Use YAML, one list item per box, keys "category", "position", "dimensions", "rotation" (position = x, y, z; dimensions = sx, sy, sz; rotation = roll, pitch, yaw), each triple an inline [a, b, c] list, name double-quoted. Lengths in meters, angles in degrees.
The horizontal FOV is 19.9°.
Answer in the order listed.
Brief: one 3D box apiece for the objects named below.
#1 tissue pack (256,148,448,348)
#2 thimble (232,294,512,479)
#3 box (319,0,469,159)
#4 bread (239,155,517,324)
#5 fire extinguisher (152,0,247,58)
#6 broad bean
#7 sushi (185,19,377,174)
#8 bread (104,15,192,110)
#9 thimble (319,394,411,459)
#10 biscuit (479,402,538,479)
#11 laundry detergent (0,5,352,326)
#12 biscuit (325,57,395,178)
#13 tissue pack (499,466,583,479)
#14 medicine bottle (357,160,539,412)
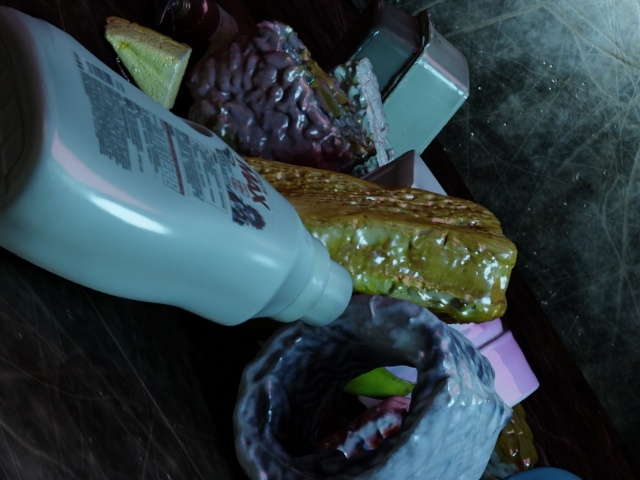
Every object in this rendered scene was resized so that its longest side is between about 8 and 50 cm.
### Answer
- category: "tissue pack"
  position: [0.039, 0.031, 2.018]
  dimensions: [0.136, 0.246, 0.159]
  rotation: [56, 14, -15]
- category: "thimble"
  position: [0.044, 0.168, 1.737]
  dimensions: [0.157, 0.245, 0.217]
  rotation: [33, 39, -59]
- category: "box"
  position: [0.070, -0.186, 2.537]
  dimensions: [0.166, 0.290, 0.220]
  rotation: [35, 19, -12]
- category: "bread"
  position: [0.000, 0.000, 1.809]
  dimensions: [0.380, 0.109, 0.185]
  rotation: [11, 21, -9]
- category: "fire extinguisher"
  position: [-0.154, -0.265, 2.361]
  dimensions: [0.231, 0.071, 0.099]
  rotation: [32, 58, -63]
- category: "broad bean"
  position: [-0.022, 0.095, 1.893]
  dimensions: [0.339, 0.077, 0.061]
  rotation: [31, 43, -29]
- category: "sushi"
  position: [-0.061, -0.156, 2.232]
  dimensions: [0.236, 0.171, 0.270]
  rotation: [54, 12, -1]
- category: "bread"
  position: [-0.211, -0.199, 2.097]
  dimensions: [0.109, 0.080, 0.084]
  rotation: [22, 19, -4]
- category: "thimble"
  position: [0.084, 0.260, 1.954]
  dimensions: [0.163, 0.125, 0.189]
  rotation: [63, 13, 20]
- category: "biscuit"
  position: [0.191, 0.204, 2.538]
  dimensions: [0.332, 0.103, 0.332]
  rotation: [54, 14, -20]
- category: "laundry detergent"
  position: [-0.132, -0.036, 1.589]
  dimensions: [0.398, 0.125, 0.264]
  rotation: [28, 27, -38]
- category: "biscuit"
  position: [0.026, -0.094, 2.402]
  dimensions: [0.084, 0.179, 0.281]
  rotation: [-10, 96, -51]
- category: "tissue pack"
  position: [0.308, 0.422, 2.270]
  dimensions: [0.287, 0.206, 0.198]
  rotation: [55, 13, -26]
- category: "medicine bottle"
  position: [0.100, 0.084, 2.214]
  dimensions: [0.325, 0.212, 0.212]
  rotation: [60, 13, 4]
